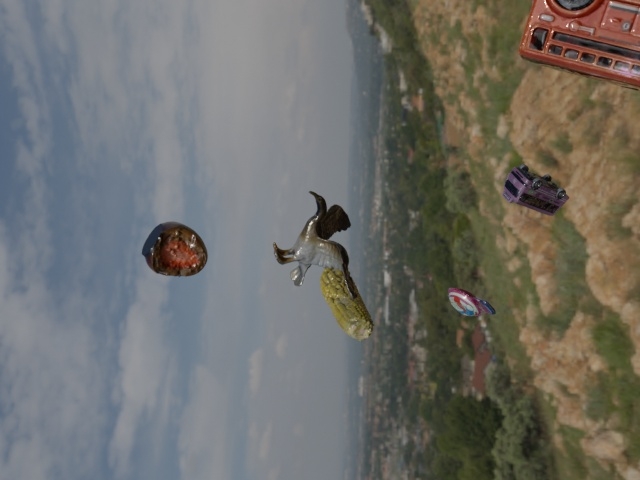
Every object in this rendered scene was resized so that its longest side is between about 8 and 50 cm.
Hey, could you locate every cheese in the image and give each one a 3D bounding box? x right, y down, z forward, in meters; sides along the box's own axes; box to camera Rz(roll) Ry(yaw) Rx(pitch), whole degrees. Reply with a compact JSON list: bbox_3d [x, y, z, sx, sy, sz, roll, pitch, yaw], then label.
[{"bbox_3d":[0.335,0.141,1.531,0.038,0.095,0.145,-49,19,-15],"label":"cheese"}]

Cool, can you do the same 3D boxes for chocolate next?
[{"bbox_3d":[-0.322,0.026,1.540,0.133,0.124,0.127,40,-144,-25],"label":"chocolate"}]

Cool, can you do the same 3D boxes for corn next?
[{"bbox_3d":[0.056,0.140,1.608,0.288,0.086,0.087,-117,25,-62],"label":"corn"}]

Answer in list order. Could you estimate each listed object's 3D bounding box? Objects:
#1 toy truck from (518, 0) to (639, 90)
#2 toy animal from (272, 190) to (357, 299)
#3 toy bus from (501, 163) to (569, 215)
[{"bbox_3d":[0.363,-0.226,0.781,0.107,0.252,0.114,-20,-51,-67],"label":"toy truck"},{"bbox_3d":[-0.016,0.002,1.343,0.197,0.160,0.272,59,-174,-36],"label":"toy animal"},{"bbox_3d":[0.584,-0.132,1.865,0.098,0.178,0.087,-57,36,26],"label":"toy bus"}]
